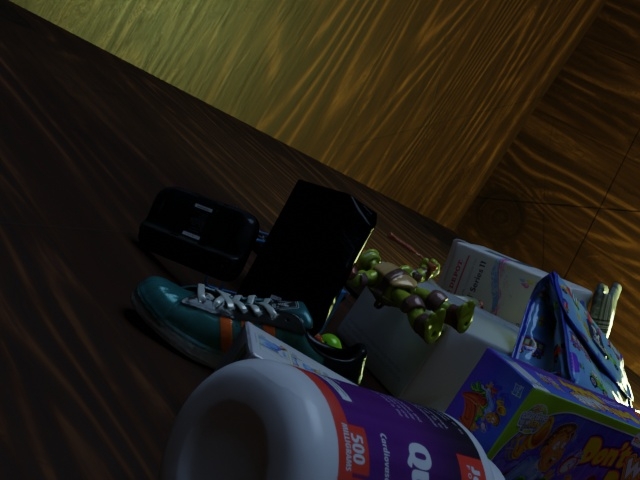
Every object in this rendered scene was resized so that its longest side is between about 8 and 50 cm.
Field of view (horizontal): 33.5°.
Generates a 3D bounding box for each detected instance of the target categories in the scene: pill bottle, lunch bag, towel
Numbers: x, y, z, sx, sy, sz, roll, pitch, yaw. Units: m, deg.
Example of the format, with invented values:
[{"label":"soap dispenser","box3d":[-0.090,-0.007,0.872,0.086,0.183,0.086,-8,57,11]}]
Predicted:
[{"label":"pill bottle","box3d":[0.030,0.220,0.927,0.323,0.181,0.181,23,14,-44]},{"label":"lunch bag","box3d":[0.410,0.208,1.716,0.221,0.138,0.293,46,35,-23]},{"label":"towel","box3d":[0.549,0.241,2.136,0.056,0.312,0.324,12,5,14]}]

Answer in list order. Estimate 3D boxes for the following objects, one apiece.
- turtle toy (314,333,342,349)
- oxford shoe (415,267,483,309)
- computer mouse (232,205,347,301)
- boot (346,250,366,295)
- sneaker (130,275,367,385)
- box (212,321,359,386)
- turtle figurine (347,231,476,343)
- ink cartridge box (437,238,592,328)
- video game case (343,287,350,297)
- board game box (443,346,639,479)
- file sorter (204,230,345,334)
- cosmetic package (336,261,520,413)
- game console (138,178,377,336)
[{"label":"turtle toy","box3d":[-0.016,0.154,1.451,0.095,0.066,0.130,38,11,29]},{"label":"oxford shoe","box3d":[0.300,0.178,2.075,0.348,0.130,0.123,35,-16,4]},{"label":"computer mouse","box3d":[-0.051,0.053,1.771,0.188,0.072,0.272,40,3,35]},{"label":"boot","box3d":[0.000,0.000,2.137,0.283,0.109,0.220,26,13,-45]},{"label":"sneaker","box3d":[-0.082,0.107,1.310,0.302,0.121,0.108,30,10,-13]},{"label":"box","box3d":[-0.018,0.193,1.106,0.203,0.114,0.103,31,8,-13]},{"label":"turtle figurine","box3d":[0.110,0.071,1.591,0.269,0.087,0.217,6,25,-47]},{"label":"ink cartridge box","box3d":[0.364,0.135,2.235,0.353,0.207,0.119,24,9,37]},{"label":"video game case","box3d":[-0.006,0.036,1.647,0.087,0.011,0.122,46,0,40]},{"label":"board game box","box3d":[0.248,0.275,1.201,0.347,0.233,0.078,24,13,-41]},{"label":"file sorter","box3d":[-0.073,0.070,1.544,0.104,0.118,0.170,19,17,-45]},{"label":"cosmetic package","box3d":[0.241,0.201,1.796,0.385,0.156,0.217,24,13,-36]},{"label":"game console","box3d":[-0.108,-0.003,1.492,0.361,0.213,0.044,20,-16,34]}]
